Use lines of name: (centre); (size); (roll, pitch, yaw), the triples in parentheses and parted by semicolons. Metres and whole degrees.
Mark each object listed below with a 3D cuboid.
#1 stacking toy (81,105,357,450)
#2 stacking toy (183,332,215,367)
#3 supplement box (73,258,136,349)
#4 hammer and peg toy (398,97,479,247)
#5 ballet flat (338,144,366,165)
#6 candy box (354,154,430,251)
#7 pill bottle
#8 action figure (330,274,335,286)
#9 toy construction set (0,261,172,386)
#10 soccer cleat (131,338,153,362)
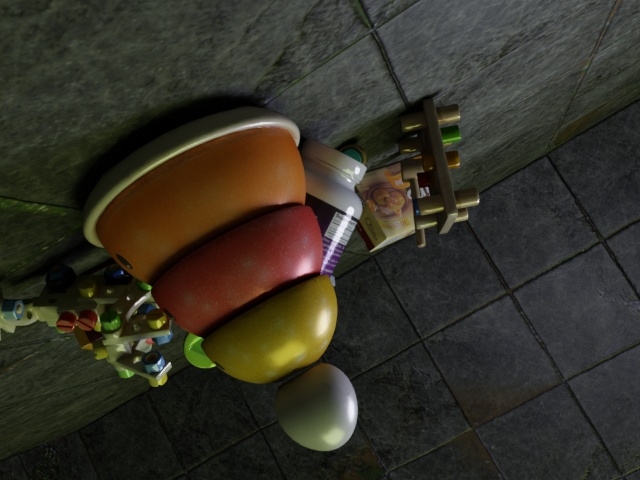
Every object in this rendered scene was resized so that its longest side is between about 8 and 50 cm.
stacking toy: (-0.091, 0.083, 0.952); (0.351, 0.479, 0.350); (-29, 170, -6)
stacking toy: (-0.260, 0.210, 1.861); (0.280, 0.308, 0.130); (-5, -167, -20)
supplement box: (-0.389, 0.120, 1.322); (0.194, 0.129, 0.191); (-28, 170, -7)
hammer and peg toy: (0.260, -0.139, 1.488); (0.128, 0.265, 0.361); (-11, 170, 4)
ballet flat: (0.005, -0.122, 1.396); (0.232, 0.080, 0.073); (-31, -175, 19)
candy box: (0.210, -0.107, 1.735); (0.317, 0.182, 0.087); (-21, 168, -40)
pill bottle: (-0.043, -0.014, 1.195); (0.322, 0.182, 0.181); (-64, 167, 2)
action figure: (0.000, 0.000, 1.594); (0.099, 0.284, 0.185); (8, 167, 27)
toy construction set: (-0.385, 0.123, 1.055); (0.328, 0.215, 0.151); (9, 127, -4)
soccer cleat: (-0.529, 0.276, 1.867); (0.117, 0.108, 0.318); (0, 158, -29)
